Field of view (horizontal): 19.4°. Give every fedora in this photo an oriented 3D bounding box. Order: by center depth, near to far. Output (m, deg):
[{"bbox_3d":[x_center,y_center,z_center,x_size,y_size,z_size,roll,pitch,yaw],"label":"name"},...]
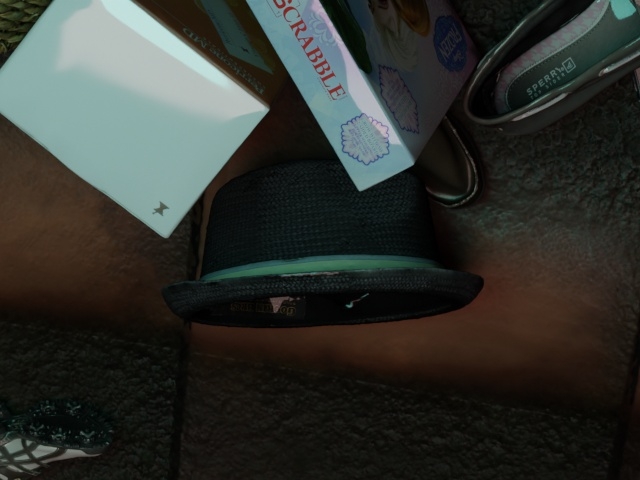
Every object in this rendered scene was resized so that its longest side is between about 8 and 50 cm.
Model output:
[{"bbox_3d":[0.000,0.000,1.943,0.334,0.334,0.153,-5,80,10],"label":"fedora"}]

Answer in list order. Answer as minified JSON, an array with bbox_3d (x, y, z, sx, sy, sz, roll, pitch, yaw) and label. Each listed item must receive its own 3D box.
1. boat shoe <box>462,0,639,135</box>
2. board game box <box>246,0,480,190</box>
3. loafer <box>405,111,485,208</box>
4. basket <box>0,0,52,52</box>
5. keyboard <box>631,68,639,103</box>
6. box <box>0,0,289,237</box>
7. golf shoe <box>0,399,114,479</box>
[{"bbox_3d":[0.275,-0.210,1.835,0.335,0.095,0.112,-40,74,32],"label":"boat shoe"},{"bbox_3d":[0.021,-0.246,1.761,0.066,0.319,0.318,-25,105,25],"label":"board game box"},{"bbox_3d":[0.093,-0.117,1.949,0.080,0.078,0.220,-33,103,19],"label":"loafer"},{"bbox_3d":[-0.379,-0.253,1.844,0.213,0.299,0.223,44,109,-4],"label":"basket"},{"bbox_3d":[0.472,-0.197,1.889,0.317,0.033,0.202,-12,102,14],"label":"keyboard"},{"bbox_3d":[-0.152,-0.182,1.816,0.215,0.345,0.168,38,112,-8],"label":"box"},{"bbox_3d":[-0.330,0.238,2.162,0.198,0.077,0.094,4,123,14],"label":"golf shoe"}]
